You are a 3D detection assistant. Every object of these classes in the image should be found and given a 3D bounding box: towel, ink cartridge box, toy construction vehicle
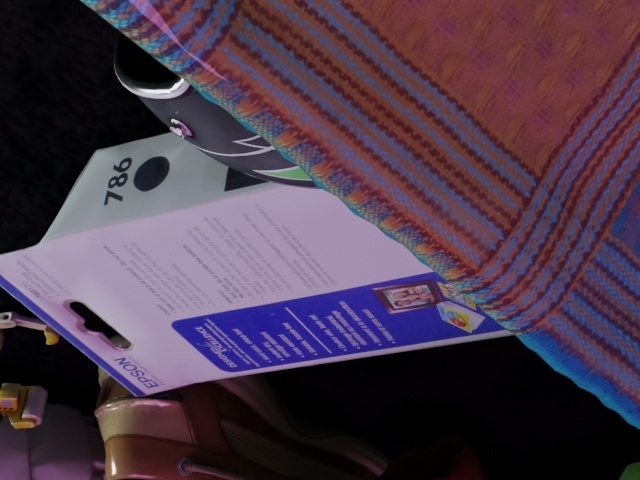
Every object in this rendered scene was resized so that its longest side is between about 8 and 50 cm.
[{"bbox_3d":[0.109,-0.101,0.406,0.370,0.271,0.040,35,-178,-35],"label":"towel"},{"bbox_3d":[0.000,0.000,0.719,0.332,0.065,0.165,-12,143,25],"label":"ink cartridge box"},{"bbox_3d":[-0.219,0.082,0.870,0.098,0.086,0.035,2,141,10],"label":"toy construction vehicle"}]

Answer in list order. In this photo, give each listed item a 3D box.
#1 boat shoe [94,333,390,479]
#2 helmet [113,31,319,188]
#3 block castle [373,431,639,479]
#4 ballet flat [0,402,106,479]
[{"bbox_3d":[-0.046,0.180,0.952,0.122,0.120,0.324,-16,140,32],"label":"boat shoe"},{"bbox_3d":[0.009,-0.097,0.477,0.169,0.169,0.162,4,130,5],"label":"helmet"},{"bbox_3d":[0.169,0.188,0.750,0.453,0.303,0.213,-23,103,39],"label":"block castle"},{"bbox_3d":[-0.183,0.190,1.013,0.139,0.139,0.400,-10,147,25],"label":"ballet flat"}]
